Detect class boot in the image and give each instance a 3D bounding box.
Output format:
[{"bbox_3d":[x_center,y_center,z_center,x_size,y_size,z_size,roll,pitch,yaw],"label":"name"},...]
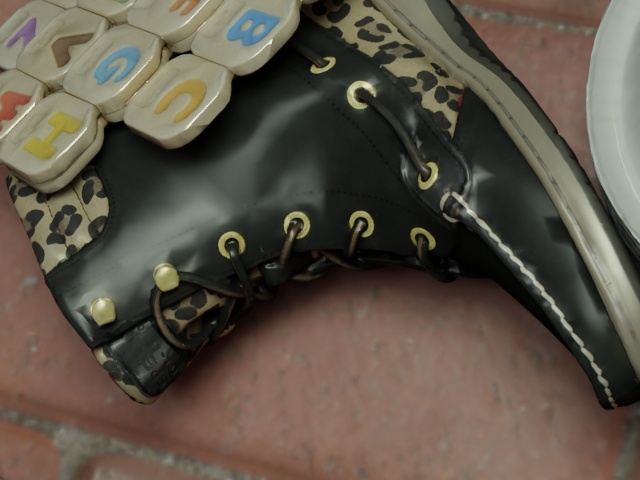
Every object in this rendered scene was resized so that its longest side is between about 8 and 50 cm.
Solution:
[{"bbox_3d":[0.000,0.000,0.896,0.284,0.138,0.377,-35,63,2],"label":"boot"}]

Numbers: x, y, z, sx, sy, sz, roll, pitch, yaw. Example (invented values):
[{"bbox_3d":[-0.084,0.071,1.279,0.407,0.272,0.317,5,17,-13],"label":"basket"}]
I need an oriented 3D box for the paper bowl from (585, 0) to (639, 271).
[{"bbox_3d":[0.286,-0.078,0.836,0.284,0.148,0.284,-4,73,14],"label":"paper bowl"}]

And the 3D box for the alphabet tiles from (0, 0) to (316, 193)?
[{"bbox_3d":[-0.103,-0.151,0.956,0.284,0.021,0.278,-48,37,-11],"label":"alphabet tiles"}]

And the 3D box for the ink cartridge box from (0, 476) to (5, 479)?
[{"bbox_3d":[-0.280,0.175,0.892,0.082,0.190,0.139,19,79,21],"label":"ink cartridge box"}]
